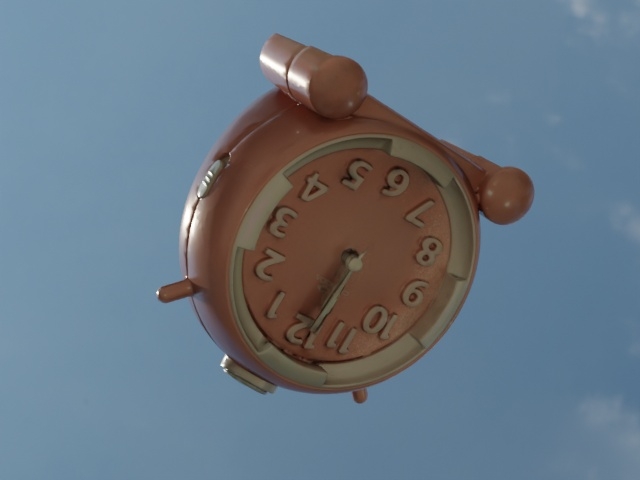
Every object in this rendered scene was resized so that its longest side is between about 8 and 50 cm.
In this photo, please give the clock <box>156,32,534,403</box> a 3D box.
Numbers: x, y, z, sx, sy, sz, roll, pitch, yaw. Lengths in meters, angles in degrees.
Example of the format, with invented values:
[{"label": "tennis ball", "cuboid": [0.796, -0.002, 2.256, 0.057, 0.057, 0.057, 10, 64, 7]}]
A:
[{"label": "clock", "cuboid": [0.000, 0.000, 1.197, 0.241, 0.227, 0.142, -60, -150, 1]}]
